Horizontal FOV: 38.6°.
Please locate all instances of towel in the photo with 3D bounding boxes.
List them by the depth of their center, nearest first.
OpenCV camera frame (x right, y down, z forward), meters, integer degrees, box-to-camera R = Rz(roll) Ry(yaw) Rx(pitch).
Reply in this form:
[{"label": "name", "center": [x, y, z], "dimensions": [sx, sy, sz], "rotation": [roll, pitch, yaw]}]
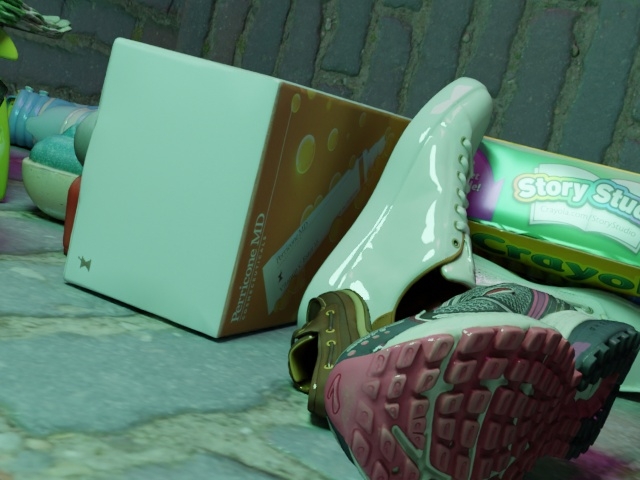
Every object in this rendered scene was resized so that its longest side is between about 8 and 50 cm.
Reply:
[{"label": "towel", "center": [-0.465, -0.304, 1.129], "dimensions": [0.247, 0.038, 0.325], "rotation": [14, 7, -2]}]

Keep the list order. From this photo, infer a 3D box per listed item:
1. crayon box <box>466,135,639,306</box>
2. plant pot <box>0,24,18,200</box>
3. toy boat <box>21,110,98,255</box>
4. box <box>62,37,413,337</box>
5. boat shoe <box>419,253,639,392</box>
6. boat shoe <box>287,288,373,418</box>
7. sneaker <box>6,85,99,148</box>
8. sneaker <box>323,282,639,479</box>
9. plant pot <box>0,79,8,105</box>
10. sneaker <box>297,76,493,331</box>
[{"label": "crayon box", "center": [0.291, 0.028, 0.982], "dimensions": [0.362, 0.106, 0.313], "rotation": [17, -16, 20]}, {"label": "plant pot", "center": [-0.498, -0.180, 1.085], "dimensions": [0.228, 0.207, 0.227], "rotation": [9, 9, -41]}, {"label": "toy boat", "center": [-0.213, -0.071, 1.022], "dimensions": [0.267, 0.148, 0.318], "rotation": [13, 8, -1]}, {"label": "box", "center": [-0.055, -0.048, 0.891], "dimensions": [0.168, 0.215, 0.345], "rotation": [18, 9, 24]}, {"label": "boat shoe", "center": [0.211, 0.093, 0.859], "dimensions": [0.277, 0.098, 0.096], "rotation": [17, 23, 0]}, {"label": "boat shoe", "center": [0.006, 0.077, 0.656], "dimensions": [0.060, 0.064, 0.178], "rotation": [1, 16, -10]}, {"label": "sneaker", "center": [-0.494, -0.232, 1.787], "dimensions": [0.208, 0.127, 0.319], "rotation": [16, 7, 7]}, {"label": "sneaker", "center": [0.088, 0.083, 0.541], "dimensions": [0.112, 0.121, 0.299], "rotation": [27, 11, 31]}, {"label": "plant pot", "center": [-0.377, -0.106, 0.775], "dimensions": [0.167, 0.188, 0.187], "rotation": [29, -19, -23]}, {"label": "sneaker", "center": [0.104, -0.011, 0.809], "dimensions": [0.123, 0.290, 0.106], "rotation": [24, -18, 24]}]
